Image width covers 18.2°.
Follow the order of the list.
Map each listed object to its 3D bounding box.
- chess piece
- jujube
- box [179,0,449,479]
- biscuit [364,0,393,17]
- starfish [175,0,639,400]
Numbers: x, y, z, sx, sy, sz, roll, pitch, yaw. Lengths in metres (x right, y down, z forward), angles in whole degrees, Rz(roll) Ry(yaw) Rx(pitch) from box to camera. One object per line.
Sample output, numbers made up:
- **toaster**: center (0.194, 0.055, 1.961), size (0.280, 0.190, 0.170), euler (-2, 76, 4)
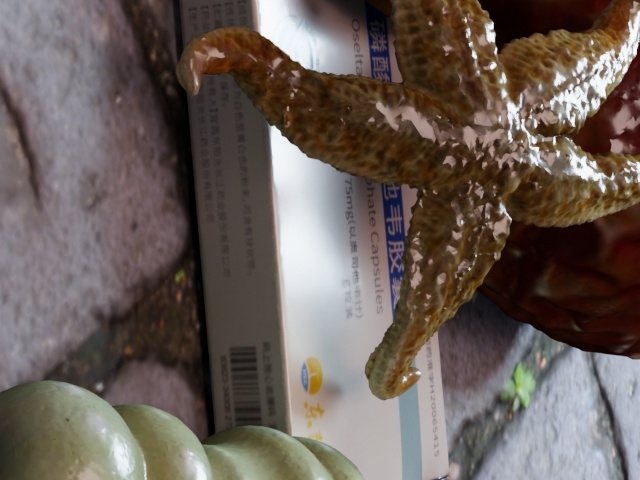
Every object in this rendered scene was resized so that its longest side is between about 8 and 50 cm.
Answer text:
- **chess piece**: center (-0.095, 0.147, 1.071), size (0.251, 0.144, 0.144), euler (28, 63, -47)
- **jujube**: center (0.219, -0.057, 1.472), size (0.377, 0.276, 0.276), euler (33, 60, -56)
- **box**: center (0.000, 0.000, 1.288), size (0.200, 0.065, 0.343), euler (-6, 92, -58)
- **biscuit**: center (0.031, -0.213, 1.312), size (0.192, 0.049, 0.192), euler (31, 36, -26)
- **starfish**: center (0.082, -0.062, 1.209), size (0.375, 0.094, 0.327), euler (21, 84, -28)
